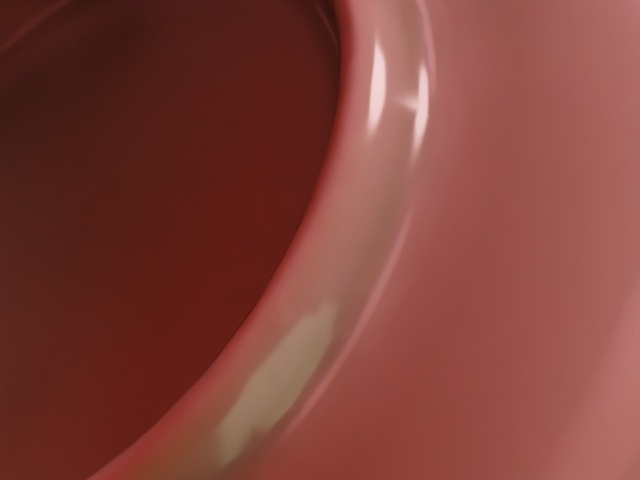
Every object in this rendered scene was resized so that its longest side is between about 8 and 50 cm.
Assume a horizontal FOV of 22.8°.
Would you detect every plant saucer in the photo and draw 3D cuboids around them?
[{"bbox_3d":[-0.049,0.010,0.438,0.400,0.400,0.100,-51,133,-3],"label":"plant saucer"}]
